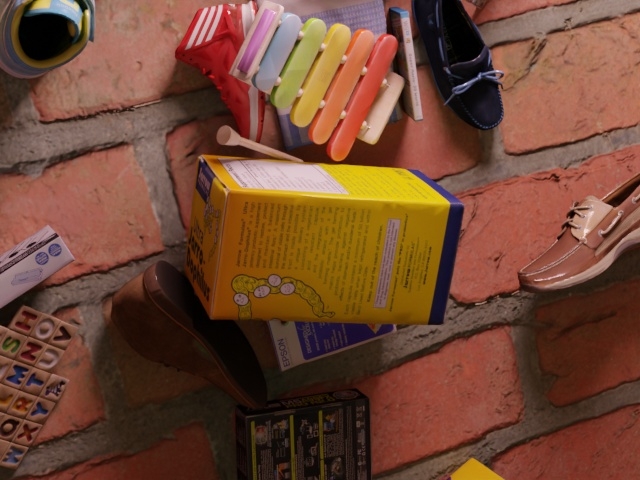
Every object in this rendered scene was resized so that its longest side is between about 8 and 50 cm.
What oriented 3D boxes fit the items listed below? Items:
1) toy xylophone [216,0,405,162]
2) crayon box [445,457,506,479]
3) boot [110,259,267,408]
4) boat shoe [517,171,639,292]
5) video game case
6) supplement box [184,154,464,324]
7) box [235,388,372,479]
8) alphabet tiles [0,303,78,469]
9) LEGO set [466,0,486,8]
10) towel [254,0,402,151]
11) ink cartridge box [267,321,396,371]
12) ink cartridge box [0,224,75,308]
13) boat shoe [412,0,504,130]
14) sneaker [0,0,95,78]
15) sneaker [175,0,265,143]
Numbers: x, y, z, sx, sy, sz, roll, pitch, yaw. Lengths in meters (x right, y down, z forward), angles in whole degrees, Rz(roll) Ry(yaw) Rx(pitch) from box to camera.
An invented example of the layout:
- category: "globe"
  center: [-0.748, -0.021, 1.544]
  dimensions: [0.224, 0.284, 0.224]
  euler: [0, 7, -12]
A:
- category: "toy xylophone"
  center: [-0.020, -0.218, 1.878]
  dimensions: [0.323, 0.081, 0.236]
  euler: [9, 105, -47]
- category: "crayon box"
  center: [0.209, 0.548, 2.068]
  dimensions: [0.363, 0.313, 0.106]
  euler: [-39, 112, -10]
- category: "boot"
  center: [-0.197, 0.162, 1.967]
  dimensions: [0.115, 0.112, 0.305]
  euler: [-31, 119, 19]
- category: "boat shoe"
  center: [0.458, -0.018, 2.171]
  dimensions: [0.324, 0.123, 0.116]
  euler: [-30, 103, -21]
- category: "video game case"
  center: [0.132, -0.274, 1.981]
  dimensions: [0.015, 0.119, 0.166]
  euler: [-10, 104, -3]
- category: "supplement box"
  center: [0.000, 0.000, 1.883]
  dimensions: [0.357, 0.194, 0.195]
  euler: [3, 107, -18]
- category: "box"
  center: [-0.025, 0.388, 2.082]
  dimensions: [0.216, 0.060, 0.270]
  euler: [-6, 102, -20]
- category: "alphabet tiles"
  center: [-0.450, 0.211, 1.855]
  dimensions: [0.198, 0.009, 0.237]
  euler: [32, 88, -52]
- category: "LEGO set"
  center: [0.273, -0.481, 1.964]
  dimensions: [0.060, 0.182, 0.244]
  euler: [36, 105, 16]
- category: "towel"
  center: [0.014, -0.297, 1.977]
  dimensions: [0.209, 0.034, 0.285]
  euler: [-15, 106, -18]
- category: "ink cartridge box"
  center: [0.002, 0.080, 2.038]
  dimensions: [0.208, 0.045, 0.206]
  euler: [-18, 106, -16]
- category: "ink cartridge box"
  center: [-0.456, 0.059, 1.824]
  dimensions: [0.207, 0.097, 0.046]
  euler: [-35, 111, -12]
- category: "boat shoe"
  center: [0.220, -0.282, 2.030]
  dimensions: [0.109, 0.089, 0.258]
  euler: [-39, 111, -11]
- category: "sneaker"
  center: [-0.331, -0.360, 1.731]
  dimensions: [0.127, 0.208, 0.319]
  euler: [23, 91, -23]
- category: "sneaker"
  center: [-0.149, -0.246, 1.913]
  dimensions: [0.128, 0.087, 0.221]
  euler: [-1, 108, 1]
